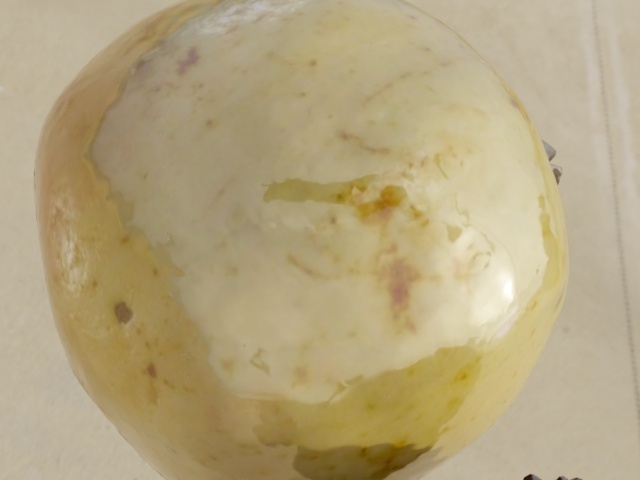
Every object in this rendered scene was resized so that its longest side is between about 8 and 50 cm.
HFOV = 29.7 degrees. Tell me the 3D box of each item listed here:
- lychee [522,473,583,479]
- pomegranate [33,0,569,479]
[{"bbox_3d":[0.129,0.280,0.603,0.306,0.306,0.330,-28,102,-47],"label":"lychee"},{"bbox_3d":[0.000,0.000,0.734,0.342,0.342,0.342,18,42,-17],"label":"pomegranate"}]
